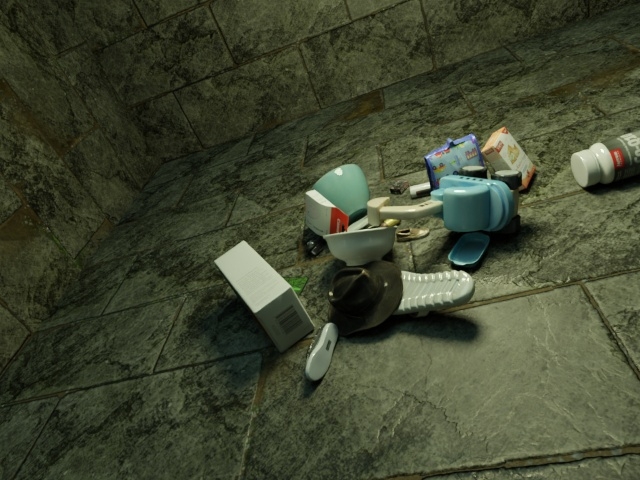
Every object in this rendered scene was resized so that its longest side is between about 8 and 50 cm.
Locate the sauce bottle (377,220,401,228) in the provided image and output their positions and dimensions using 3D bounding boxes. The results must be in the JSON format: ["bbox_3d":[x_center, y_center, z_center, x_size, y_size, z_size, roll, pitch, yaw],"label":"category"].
[{"bbox_3d":[0.291,-0.068,2.002,0.128,0.042,0.042,-29,32,-12],"label":"sauce bottle"}]

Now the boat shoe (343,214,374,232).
[{"bbox_3d":[0.202,-0.063,2.018,0.219,0.070,0.078,-31,14,-21],"label":"boat shoe"}]

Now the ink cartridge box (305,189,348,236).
[{"bbox_3d":[0.022,-0.088,2.005,0.066,0.189,0.232,-24,50,-25],"label":"ink cartridge box"}]

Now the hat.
[{"bbox_3d":[0.122,0.167,1.609,0.331,0.134,0.331,-32,32,24],"label":"hat"}]

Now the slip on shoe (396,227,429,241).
[{"bbox_3d":[0.380,-0.033,1.893,0.135,0.041,0.051,-11,34,20],"label":"slip on shoe"}]

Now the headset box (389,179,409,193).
[{"bbox_3d":[0.388,-0.263,2.235,0.062,0.032,0.083,12,48,44],"label":"headset box"}]

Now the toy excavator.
[{"bbox_3d":[0.456,-0.131,1.692,0.445,0.222,0.433,-19,23,-34],"label":"toy excavator"}]

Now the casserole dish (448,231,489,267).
[{"bbox_3d":[0.550,0.039,1.684,0.114,0.037,0.188,8,44,41],"label":"casserole dish"}]

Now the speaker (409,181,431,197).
[{"bbox_3d":[0.484,-0.238,2.115,0.136,0.055,0.055,-11,34,19],"label":"speaker"}]

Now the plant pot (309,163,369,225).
[{"bbox_3d":[0.115,-0.181,2.112,0.290,0.290,0.195,-29,68,-8],"label":"plant pot"}]

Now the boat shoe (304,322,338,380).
[{"bbox_3d":[-0.011,0.372,1.532,0.076,0.080,0.228,-22,30,38],"label":"boat shoe"}]

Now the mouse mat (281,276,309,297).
[{"bbox_3d":[-0.153,0.206,1.927,0.190,0.007,0.152,-5,37,30],"label":"mouse mat"}]

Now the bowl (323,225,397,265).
[{"bbox_3d":[0.165,0.026,1.811,0.298,0.134,0.298,-8,0,0],"label":"bowl"}]

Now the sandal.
[{"bbox_3d":[0.332,0.194,1.545,0.416,0.102,0.169,-7,48,48],"label":"sandal"}]

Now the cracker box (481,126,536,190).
[{"bbox_3d":[0.781,-0.332,1.892,0.155,0.232,0.067,-50,13,-34],"label":"cracker box"}]

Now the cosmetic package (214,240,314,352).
[{"bbox_3d":[-0.228,0.201,1.767,0.161,0.230,0.453,-35,34,-13],"label":"cosmetic package"}]

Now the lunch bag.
[{"bbox_3d":[0.565,-0.286,1.907,0.221,0.293,0.138,-23,32,1],"label":"lunch bag"}]

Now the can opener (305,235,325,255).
[{"bbox_3d":[0.000,0.000,2.095,0.186,0.073,0.059,-45,-1,-35],"label":"can opener"}]

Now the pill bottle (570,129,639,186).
[{"bbox_3d":[1.111,-0.306,1.704,0.283,0.161,0.161,-17,33,11],"label":"pill bottle"}]
